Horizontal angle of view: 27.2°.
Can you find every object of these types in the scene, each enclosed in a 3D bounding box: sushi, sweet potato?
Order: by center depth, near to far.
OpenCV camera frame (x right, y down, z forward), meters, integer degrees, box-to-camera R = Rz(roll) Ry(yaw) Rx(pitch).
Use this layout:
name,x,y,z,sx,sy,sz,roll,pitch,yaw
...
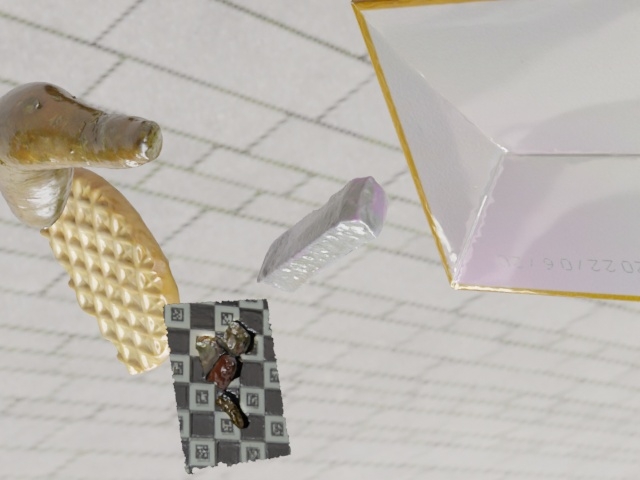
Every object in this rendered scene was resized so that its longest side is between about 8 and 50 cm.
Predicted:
name,x,y,z,sx,sy,sz,roll,pitch,yaw
sweet potato,-0.213,-0.077,1.050,0.108,0.079,0.346,36,160,-17
sushi,-0.115,0.172,1.560,0.139,0.201,0.031,-2,165,-28

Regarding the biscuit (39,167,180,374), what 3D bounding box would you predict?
name,x,y,z,sx,sy,sz,roll,pitch,yaw
biscuit,-0.277,0.032,1.746,0.040,0.309,0.204,-33,-174,-40

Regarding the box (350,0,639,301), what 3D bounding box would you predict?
name,x,y,z,sx,sy,sz,roll,pitch,yaw
box,0.218,-0.117,0.915,0.283,0.214,0.259,2,129,33

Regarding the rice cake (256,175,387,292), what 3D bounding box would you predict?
name,x,y,z,sx,sy,sz,roll,pitch,yaw
rice cake,0.000,0.000,1.674,0.064,0.070,0.399,22,163,-12
